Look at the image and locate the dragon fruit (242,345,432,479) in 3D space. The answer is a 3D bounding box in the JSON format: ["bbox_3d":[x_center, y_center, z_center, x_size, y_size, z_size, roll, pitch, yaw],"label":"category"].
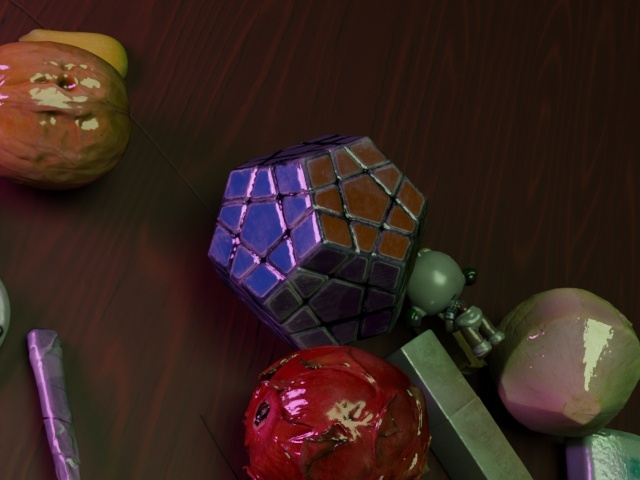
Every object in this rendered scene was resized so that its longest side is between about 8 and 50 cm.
[{"bbox_3d":[0.024,0.251,1.201,0.252,0.241,0.241,10,58,-4],"label":"dragon fruit"}]

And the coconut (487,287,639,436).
[{"bbox_3d":[0.371,0.187,1.421,0.197,0.237,0.237,36,52,-13],"label":"coconut"}]

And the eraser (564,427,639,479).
[{"bbox_3d":[0.469,0.449,1.427,0.189,0.104,0.290,20,57,-26],"label":"eraser"}]

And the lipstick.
[{"bbox_3d":[0.226,0.311,1.375,0.076,0.080,0.371,-27,80,-37],"label":"lipstick"}]

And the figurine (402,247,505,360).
[{"bbox_3d":[0.186,0.091,1.383,0.147,0.093,0.197,-33,82,-23],"label":"figurine"}]

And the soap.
[{"bbox_3d":[-0.369,-0.277,1.380,0.168,0.033,0.089,5,60,-28],"label":"soap"}]

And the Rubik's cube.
[{"bbox_3d":[0.000,0.000,1.293,0.264,0.319,0.319,15,54,-53],"label":"Rubik's cube"}]

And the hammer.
[{"bbox_3d":[-0.291,0.279,1.061,0.152,0.044,0.427,12,45,-45],"label":"hammer"}]

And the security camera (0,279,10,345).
[{"bbox_3d":[-0.492,0.026,1.124,0.157,0.080,0.301,-25,89,-39],"label":"security camera"}]

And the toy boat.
[{"bbox_3d":[0.185,0.127,1.465,0.206,0.064,0.072,52,35,4],"label":"toy boat"}]

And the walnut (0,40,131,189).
[{"bbox_3d":[-0.360,-0.164,1.227,0.221,0.195,0.195,6,62,-33],"label":"walnut"}]
